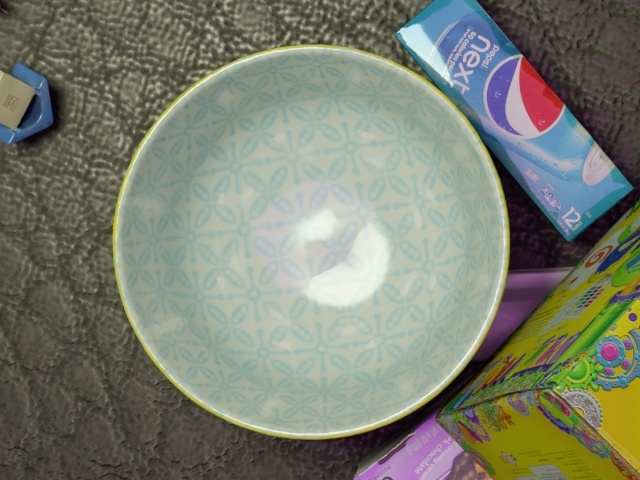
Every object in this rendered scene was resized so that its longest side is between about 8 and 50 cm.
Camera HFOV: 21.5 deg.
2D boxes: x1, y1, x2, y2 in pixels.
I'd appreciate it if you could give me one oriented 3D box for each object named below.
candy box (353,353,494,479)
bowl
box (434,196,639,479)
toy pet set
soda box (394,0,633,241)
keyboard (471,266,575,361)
[{"bbox_3d":[0.151,0.203,1.310,0.165,0.070,0.196,-40,89,5],"label":"candy box"},{"bbox_3d":[0.000,0.000,1.288,0.289,0.156,0.289,0,91,7],"label":"bowl"},{"bbox_3d":[0.261,0.073,1.143,0.177,0.290,0.279,44,77,0],"label":"box"},{"bbox_3d":[-0.269,-0.133,1.381,0.114,0.065,0.122,29,91,41],"label":"toy pet set"},{"bbox_3d":[0.151,-0.099,1.311,0.067,0.071,0.210,-40,86,6],"label":"soda box"},{"bbox_3d":[0.214,0.057,1.336,0.256,0.014,0.072,-3,95,7],"label":"keyboard"}]
